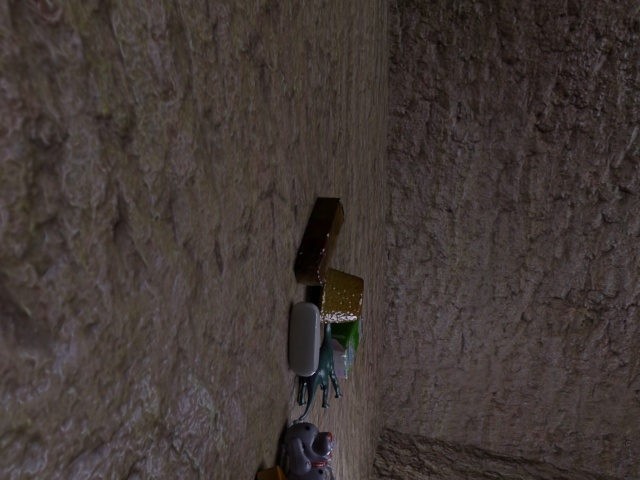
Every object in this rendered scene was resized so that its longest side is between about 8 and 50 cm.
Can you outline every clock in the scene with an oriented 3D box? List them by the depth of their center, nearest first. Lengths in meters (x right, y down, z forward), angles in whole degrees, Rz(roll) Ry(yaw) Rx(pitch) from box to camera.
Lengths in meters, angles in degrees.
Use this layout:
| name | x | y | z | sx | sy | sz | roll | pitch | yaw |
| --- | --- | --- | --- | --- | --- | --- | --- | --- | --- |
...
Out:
| name | x | y | z | sx | sy | sz | roll | pitch | yaw |
| --- | --- | --- | --- | --- | --- | --- | --- | --- | --- |
| clock | -0.037 | 0.685 | 1.354 | 0.189 | 0.188 | 0.254 | 29 | 50 | -71 |

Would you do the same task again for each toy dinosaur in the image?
| name | x | y | z | sx | sy | sz | roll | pitch | yaw |
| --- | --- | --- | --- | --- | --- | --- | --- | --- | --- |
| toy dinosaur | -0.013 | 0.391 | 1.519 | 0.383 | 0.129 | 0.331 | 5 | 79 | -72 |

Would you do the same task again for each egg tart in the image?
| name | x | y | z | sx | sy | sz | roll | pitch | yaw |
| --- | --- | --- | --- | --- | --- | --- | --- | --- | --- |
| egg tart | 0.060 | 0.198 | 1.526 | 0.215 | 0.170 | 0.216 | 8 | 90 | -88 |

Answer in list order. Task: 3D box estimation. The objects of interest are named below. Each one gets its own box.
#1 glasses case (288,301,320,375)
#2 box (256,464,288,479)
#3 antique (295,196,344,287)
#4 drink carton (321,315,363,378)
| name | x | y | z | sx | sy | sz | roll | pitch | yaw |
| --- | --- | --- | --- | --- | --- | --- | --- | --- | --- |
| glasses case | -0.049 | 0.302 | 1.341 | 0.059 | 0.092 | 0.234 | -23 | 116 | -69 |
| box | -0.103 | 0.749 | 1.163 | 0.152 | 0.070 | 0.237 | 78 | -5 | -46 |
| antique | 0.000 | 0.000 | 1.418 | 0.093 | 0.087 | 0.310 | 72 | 29 | -48 |
| drink carton | 0.096 | 0.411 | 1.814 | 0.271 | 0.108 | 0.161 | -60 | 151 | -54 |
